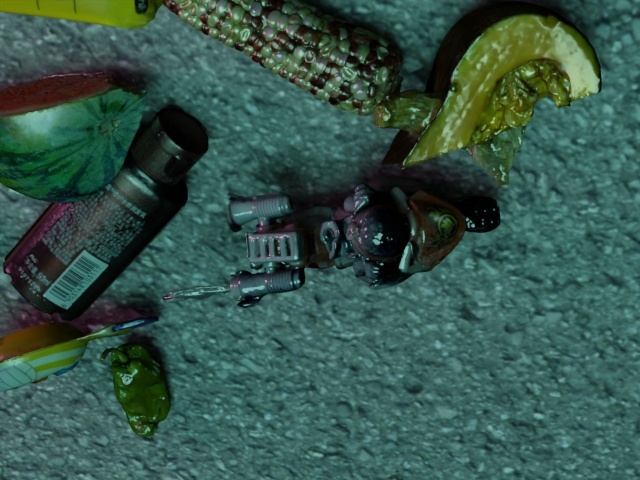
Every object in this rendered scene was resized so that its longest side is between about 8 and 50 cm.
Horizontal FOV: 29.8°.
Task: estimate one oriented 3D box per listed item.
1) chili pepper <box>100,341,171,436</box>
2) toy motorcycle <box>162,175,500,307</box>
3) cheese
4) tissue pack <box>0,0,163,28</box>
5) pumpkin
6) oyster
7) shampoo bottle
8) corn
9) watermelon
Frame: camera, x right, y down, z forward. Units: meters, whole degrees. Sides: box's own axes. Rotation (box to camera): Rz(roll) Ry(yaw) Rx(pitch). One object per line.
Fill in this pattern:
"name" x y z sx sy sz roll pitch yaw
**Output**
"chili pepper" -0.249 0.185 1.636 0.072 0.073 0.204 -16 139 -8
"toy motorcycle" 0.000 0.000 1.393 0.400 0.207 0.134 -5 95 17
"cheese" -0.347 0.141 1.585 0.270 0.177 0.069 -18 85 3
"tissue pack" -0.278 -0.420 1.120 0.293 0.228 0.382 8 127 5
"pumpkin" 0.159 -0.172 1.269 0.248 0.131 0.126 -25 109 4
"oyster" 0.176 -0.144 1.365 0.121 0.045 0.146 20 126 12
"shampoo bottle" -0.260 -0.034 1.480 0.129 0.084 0.323 40 121 -8
"corn" -0.038 -0.226 1.304 0.280 0.092 0.092 28 125 -7
"watermelon" -0.312 -0.101 1.390 0.231 0.128 0.146 2 119 27
